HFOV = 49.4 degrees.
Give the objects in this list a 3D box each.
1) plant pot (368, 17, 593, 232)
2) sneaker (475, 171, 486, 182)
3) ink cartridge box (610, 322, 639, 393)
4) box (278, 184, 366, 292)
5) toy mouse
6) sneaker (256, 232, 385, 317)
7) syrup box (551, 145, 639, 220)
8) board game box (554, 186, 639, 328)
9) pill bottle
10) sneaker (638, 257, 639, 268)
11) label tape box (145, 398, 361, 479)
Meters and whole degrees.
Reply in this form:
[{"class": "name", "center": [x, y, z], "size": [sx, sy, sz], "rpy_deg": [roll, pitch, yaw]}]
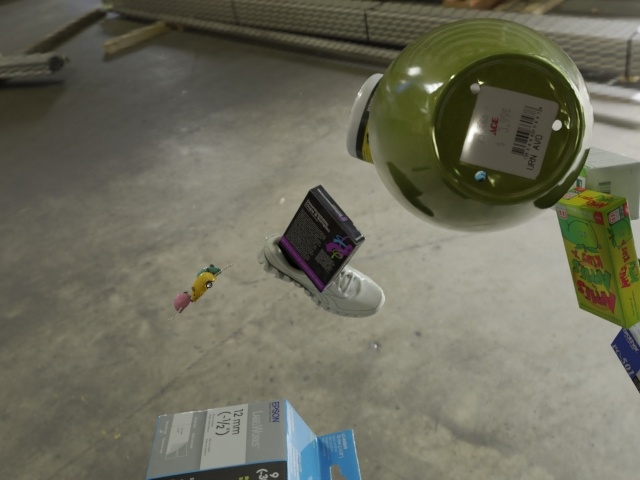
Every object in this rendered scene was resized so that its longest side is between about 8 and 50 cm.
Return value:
[{"class": "plant pot", "center": [0.183, -0.124, 0.763], "size": [0.274, 0.275, 0.293], "rpy_deg": [-7, 8, 7]}, {"class": "sneaker", "center": [0.229, -0.096, 0.984], "size": [0.190, 0.071, 0.083], "rpy_deg": [-33, 50, -30]}, {"class": "ink cartridge box", "center": [0.705, 0.281, 1.485], "size": [0.046, 0.097, 0.207], "rpy_deg": [-11, 53, -10]}, {"class": "box", "center": [0.000, 0.000, 1.126], "size": [0.029, 0.162, 0.116], "rpy_deg": [-31, 75, -34]}, {"class": "toy mouse", "center": [-0.247, 0.093, 1.378], "size": [0.161, 0.031, 0.143], "rpy_deg": [-46, 9, -10]}, {"class": "sneaker", "center": [0.006, 0.073, 1.452], "size": [0.292, 0.118, 0.110], "rpy_deg": [27, 73, -7]}, {"class": "syrup box", "center": [0.416, -0.102, 1.144], "size": [0.096, 0.093, 0.237], "rpy_deg": [-8, 18, -9]}, {"class": "board game box", "center": [0.383, 0.023, 0.950], "size": [0.043, 0.181, 0.092], "rpy_deg": [-27, 23, -15]}, {"class": "pill bottle", "center": [0.237, -0.215, 1.451], "size": [0.333, 0.188, 0.188], "rpy_deg": [20, 42, 15]}, {"class": "sneaker", "center": [0.658, 0.057, 1.410], "size": [0.216, 0.079, 0.121], "rpy_deg": [1, 30, -1]}, {"class": "label tape box", "center": [-0.109, 0.388, 1.171], "size": [0.347, 0.115, 0.249], "rpy_deg": [-10, 26, 1]}]
